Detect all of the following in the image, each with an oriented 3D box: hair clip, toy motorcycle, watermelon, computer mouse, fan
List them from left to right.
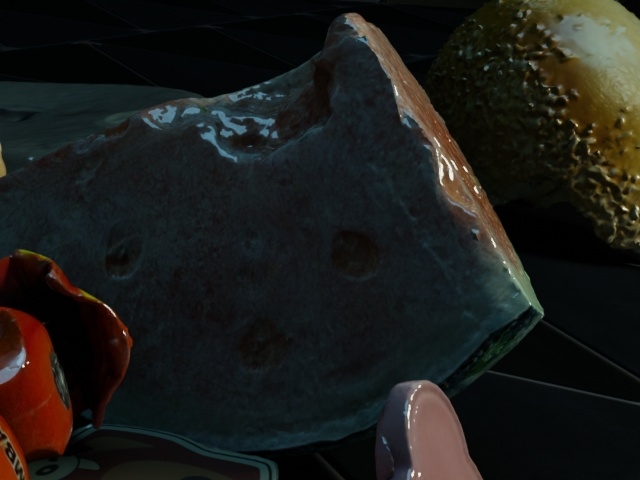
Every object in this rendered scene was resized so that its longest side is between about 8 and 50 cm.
[{"bbox_3d":[-0.171,0.073,0.746,0.171,0.089,0.298,-8,14,4],"label":"toy motorcycle"},{"bbox_3d":[-0.221,-0.035,1.147,0.371,0.122,0.188,9,21,28],"label":"computer mouse"},{"bbox_3d":[-0.058,0.122,0.758,0.220,0.009,0.132,13,25,33],"label":"fan"},{"bbox_3d":[-0.029,-0.005,0.911,0.318,0.226,0.148,9,-1,20],"label":"watermelon"},{"bbox_3d":[0.032,0.125,0.611,0.102,0.123,0.138,-26,13,-7],"label":"hair clip"}]

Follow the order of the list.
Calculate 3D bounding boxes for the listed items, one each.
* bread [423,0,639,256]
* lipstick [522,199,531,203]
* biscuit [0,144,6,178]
[{"bbox_3d":[0.188,-0.109,1.460,0.171,0.192,0.314,-16,24,-25],"label":"bread"},{"bbox_3d":[0.217,-0.045,1.606,0.019,0.019,0.094,17,17,41],"label":"lipstick"},{"bbox_3d":[-0.294,-0.013,0.980,0.249,0.030,0.160,-23,25,-5],"label":"biscuit"}]
